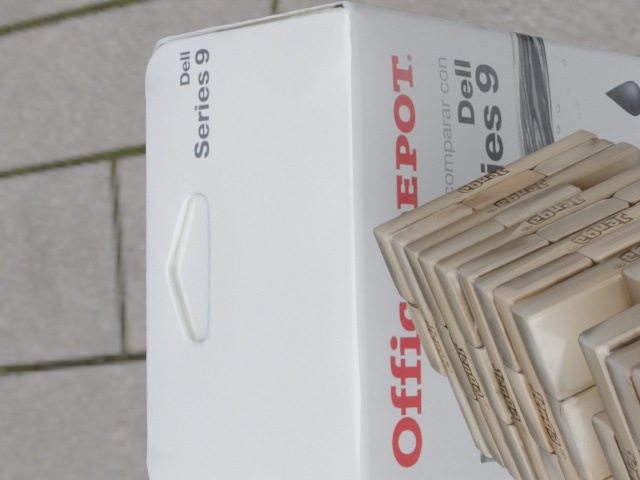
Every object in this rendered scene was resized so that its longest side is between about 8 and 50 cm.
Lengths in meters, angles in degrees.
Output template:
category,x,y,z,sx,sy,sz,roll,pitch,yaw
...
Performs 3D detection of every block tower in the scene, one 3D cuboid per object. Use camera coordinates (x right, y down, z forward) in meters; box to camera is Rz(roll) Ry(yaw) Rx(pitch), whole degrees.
category,x,y,z,sx,sy,sz,roll,pitch,yaw
block tower,0.118,0.042,0.527,0.097,0.335,0.091,-26,105,-8

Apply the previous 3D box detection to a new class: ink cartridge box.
category,x,y,z,sx,sy,sz,roll,pitch,yaw
ink cartridge box,0.066,0.018,0.844,0.122,0.289,0.211,-6,84,43
